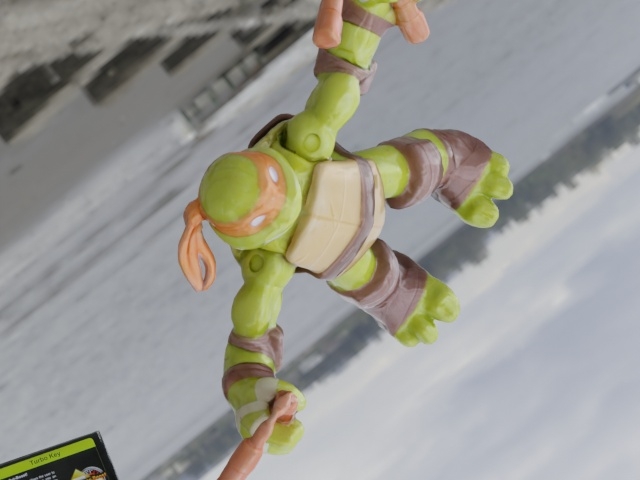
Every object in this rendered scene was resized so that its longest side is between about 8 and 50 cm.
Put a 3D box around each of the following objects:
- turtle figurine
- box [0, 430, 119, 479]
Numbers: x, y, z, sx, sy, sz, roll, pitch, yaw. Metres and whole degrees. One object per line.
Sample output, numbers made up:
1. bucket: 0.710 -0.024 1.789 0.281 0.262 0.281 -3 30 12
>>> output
1. turtle figurine: 0.000 0.000 0.667 0.217 0.087 0.269 12 91 -62
2. box: -0.167 0.211 0.747 0.191 0.184 0.045 -18 161 -26
